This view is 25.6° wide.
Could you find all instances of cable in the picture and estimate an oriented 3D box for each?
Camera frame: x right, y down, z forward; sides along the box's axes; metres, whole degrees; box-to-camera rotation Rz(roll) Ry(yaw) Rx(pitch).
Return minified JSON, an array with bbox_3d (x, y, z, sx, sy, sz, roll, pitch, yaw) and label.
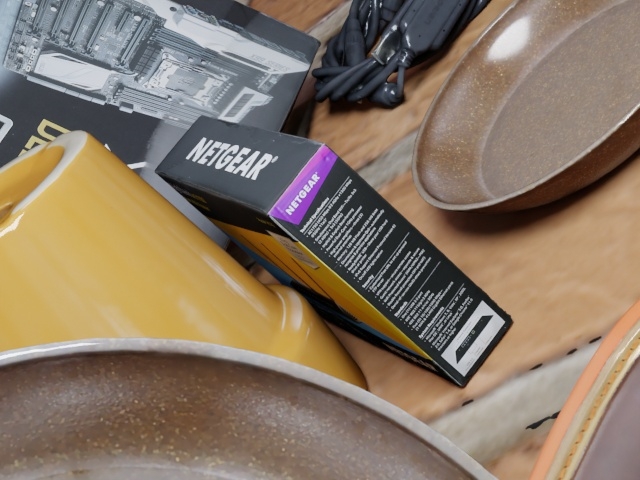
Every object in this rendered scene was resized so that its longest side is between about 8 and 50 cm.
[{"bbox_3d":[0.065,-0.166,0.982,0.184,0.047,0.150,-60,21,-16],"label":"cable"}]

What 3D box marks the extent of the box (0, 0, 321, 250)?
[{"bbox_3d":[-0.156,-0.075,0.936,0.307,0.242,0.076,-68,3,-46],"label":"box"}]

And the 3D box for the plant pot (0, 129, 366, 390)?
[{"bbox_3d":[-0.111,0.056,0.702,0.205,0.188,0.205,-30,20,12],"label":"plant pot"}]

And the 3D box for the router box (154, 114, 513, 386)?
[{"bbox_3d":[0.000,0.000,0.714,0.046,0.133,0.179,-51,23,-8],"label":"router box"}]

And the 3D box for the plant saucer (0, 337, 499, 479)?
[{"bbox_3d":[-0.053,0.180,0.383,0.310,0.311,0.050,-58,-7,-22],"label":"plant saucer"}]

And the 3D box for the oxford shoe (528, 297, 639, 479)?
[{"bbox_3d":[0.162,0.044,0.419,0.271,0.097,0.098,-48,32,5],"label":"oxford shoe"}]

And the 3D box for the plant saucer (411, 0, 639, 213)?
[{"bbox_3d":[0.132,-0.084,0.736,0.198,0.036,0.198,-38,26,23],"label":"plant saucer"}]
